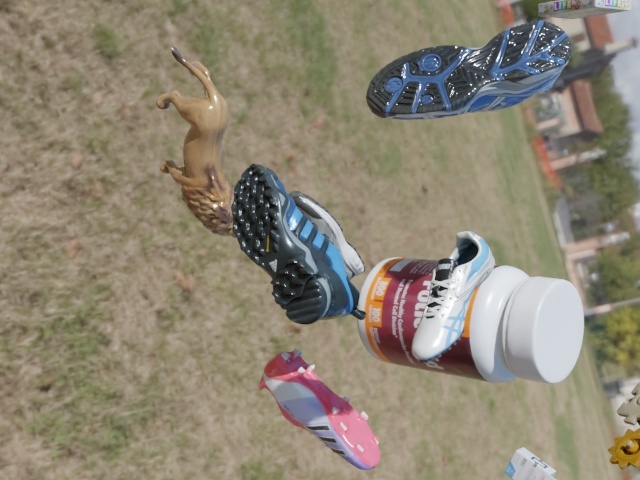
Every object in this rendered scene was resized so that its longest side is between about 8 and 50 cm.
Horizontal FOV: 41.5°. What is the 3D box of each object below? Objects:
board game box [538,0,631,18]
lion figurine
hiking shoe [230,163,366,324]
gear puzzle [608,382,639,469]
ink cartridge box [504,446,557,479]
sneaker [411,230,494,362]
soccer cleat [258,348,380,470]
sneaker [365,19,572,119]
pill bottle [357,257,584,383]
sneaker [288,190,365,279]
[{"bbox_3d":[0.539,-0.478,1.727,0.103,0.154,0.026,-4,98,-31],"label":"board game box"},{"bbox_3d":[-0.253,-0.205,1.842,0.240,0.142,0.392,40,-37,43],"label":"lion figurine"},{"bbox_3d":[-0.045,0.009,1.354,0.132,0.113,0.304,10,46,-49],"label":"hiking shoe"},{"bbox_3d":[0.614,0.270,1.443,0.044,0.339,0.175,52,-22,-15],"label":"gear puzzle"},{"bbox_3d":[0.352,0.386,1.387,0.028,0.083,0.048,1,117,-51],"label":"ink cartridge box"},{"bbox_3d":[0.195,0.086,1.315,0.086,0.085,0.237,47,57,-23],"label":"sneaker"},{"bbox_3d":[-0.003,0.283,1.361,0.248,0.095,0.083,45,26,22],"label":"soccer cleat"},{"bbox_3d":[0.153,-0.158,0.877,0.081,0.211,0.080,67,13,-67],"label":"sneaker"},{"bbox_3d":[0.283,0.153,1.627,0.224,0.392,0.224,-4,95,-47],"label":"pill bottle"},{"bbox_3d":[0.000,0.000,1.940,0.271,0.108,0.100,56,-8,-26],"label":"sneaker"}]
